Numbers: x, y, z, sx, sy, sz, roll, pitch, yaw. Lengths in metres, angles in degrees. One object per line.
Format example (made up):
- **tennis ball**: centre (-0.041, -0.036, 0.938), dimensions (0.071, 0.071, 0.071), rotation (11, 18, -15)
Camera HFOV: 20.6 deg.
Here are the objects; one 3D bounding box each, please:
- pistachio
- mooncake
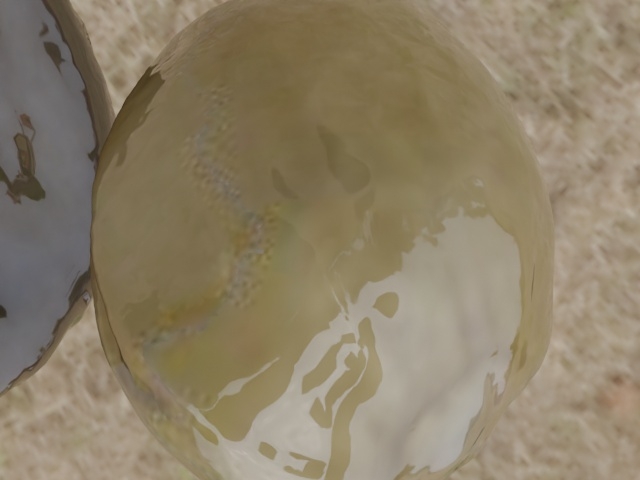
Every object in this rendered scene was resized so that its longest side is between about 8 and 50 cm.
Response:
- **pistachio**: centre (0.000, 0.000, 0.688), dimensions (0.182, 0.293, 0.162), rotation (9, 128, -8)
- **mooncake**: centre (-0.269, -0.049, 0.954), dimensions (0.187, 0.324, 0.324), rotation (-12, 144, 34)
